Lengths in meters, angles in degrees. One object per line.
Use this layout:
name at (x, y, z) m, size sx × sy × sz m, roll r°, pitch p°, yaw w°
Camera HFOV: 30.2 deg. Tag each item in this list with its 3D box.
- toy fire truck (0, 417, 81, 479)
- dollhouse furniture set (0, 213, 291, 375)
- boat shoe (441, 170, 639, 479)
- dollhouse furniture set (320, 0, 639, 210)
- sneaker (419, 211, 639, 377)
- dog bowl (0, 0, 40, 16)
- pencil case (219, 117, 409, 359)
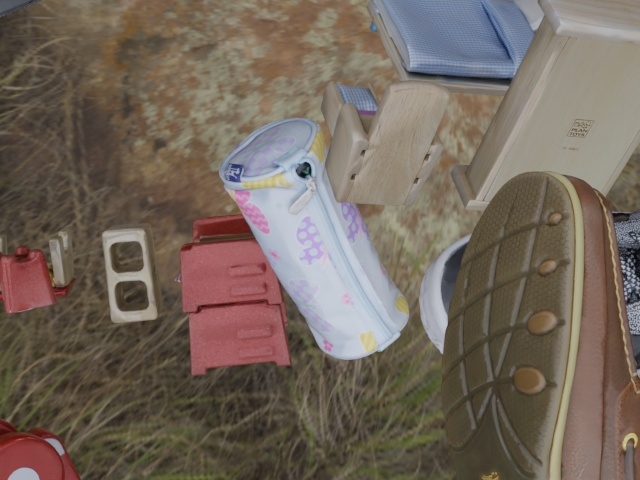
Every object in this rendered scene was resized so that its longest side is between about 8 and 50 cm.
toy fire truck at (-0.389, 0.360, 1.355) m, size 0.302 × 0.169 × 0.254 m, roll -32°, pitch 108°, yaw -29°
dollhouse furniture set at (-0.226, 0.069, 1.430) m, size 0.374 × 0.201 × 0.152 m, roll -5°, pitch 100°, yaw 1°
boat shoe at (0.081, 0.065, 0.400) m, size 0.060 × 0.064 × 0.178 m, roll -1°, pitch 95°, yaw -29°
dollhouse furniture set at (0.136, -0.200, 1.049) m, size 0.286 × 0.303 × 0.198 m, roll 3°, pitch 135°, yaw -21°
sneaker at (0.190, 0.010, 0.574) m, size 0.269 × 0.153 × 0.101 m, roll 1°, pitch 67°, yaw -12°
dog bowl at (-0.293, -0.307, 1.131) m, size 0.408 × 0.408 × 0.150 m, roll -19°, pitch 108°, yaw 9°
pencil case at (0.000, 0.000, 1.267) m, size 0.124 × 0.113 × 0.273 m, roll 11°, pitch 138°, yaw 45°
